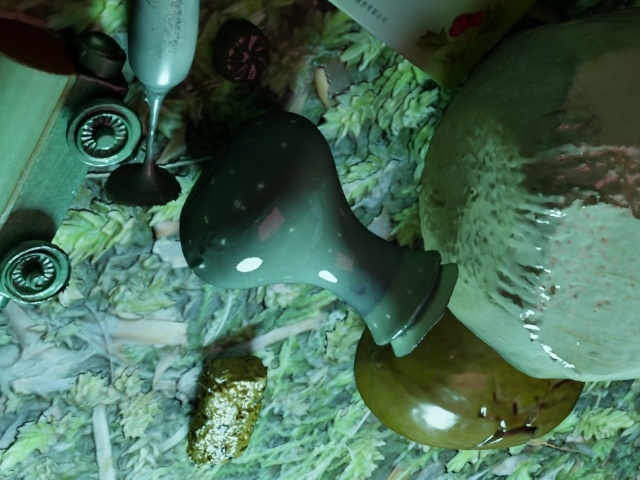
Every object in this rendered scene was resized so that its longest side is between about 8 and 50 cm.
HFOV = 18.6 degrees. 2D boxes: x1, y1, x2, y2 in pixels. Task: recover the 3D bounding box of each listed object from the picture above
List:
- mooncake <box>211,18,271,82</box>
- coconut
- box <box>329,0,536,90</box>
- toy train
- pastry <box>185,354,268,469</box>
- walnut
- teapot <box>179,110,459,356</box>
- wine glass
[{"bbox_3d":[-0.066,-0.281,1.682,0.150,0.057,0.347,-42,149,-16],"label":"mooncake"},{"bbox_3d":[0.311,-0.051,1.949,0.415,0.345,0.415,-18,141,-15],"label":"coconut"},{"bbox_3d":[0.100,-0.264,1.806,0.175,0.062,0.260,-46,139,11],"label":"box"},{"bbox_3d":[-0.275,-0.064,1.694,0.177,0.116,0.285,15,120,-30],"label":"toy train"},{"bbox_3d":[-0.101,0.184,2.098,0.080,0.056,0.140,-6,134,-18],"label":"pastry"},{"bbox_3d":[0.179,0.133,2.149,0.297,0.203,0.203,0,129,-27],"label":"walnut"},{"bbox_3d":[0.000,0.000,1.840,0.251,0.183,0.183,32,110,-11],"label":"teapot"},{"bbox_3d":[-0.144,-0.150,1.732,0.074,0.074,0.262,-12,133,-28],"label":"wine glass"}]
